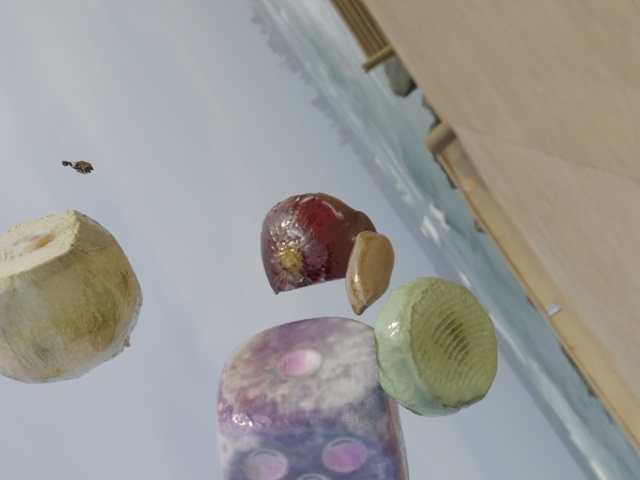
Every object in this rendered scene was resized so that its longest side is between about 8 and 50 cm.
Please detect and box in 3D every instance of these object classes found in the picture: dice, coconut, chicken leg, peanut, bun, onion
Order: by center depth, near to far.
[{"bbox_3d":[0.148,0.150,1.022,0.195,0.118,0.195,16,-117,-34],"label":"bun"},{"bbox_3d":[0.076,0.051,1.181,0.076,0.076,0.152,49,-138,-44],"label":"peanut"},{"bbox_3d":[-0.006,0.302,1.201,0.270,0.270,0.271,-88,-14,-62],"label":"dice"},{"bbox_3d":[-0.455,0.111,1.275,0.297,0.297,0.254,-112,5,-62],"label":"coconut"},{"bbox_3d":[-0.001,-0.006,1.570,0.216,0.206,0.207,-20,-88,-59],"label":"onion"},{"bbox_3d":[-0.522,-0.161,1.610,0.083,0.036,0.021,22,126,30],"label":"chicken leg"}]
